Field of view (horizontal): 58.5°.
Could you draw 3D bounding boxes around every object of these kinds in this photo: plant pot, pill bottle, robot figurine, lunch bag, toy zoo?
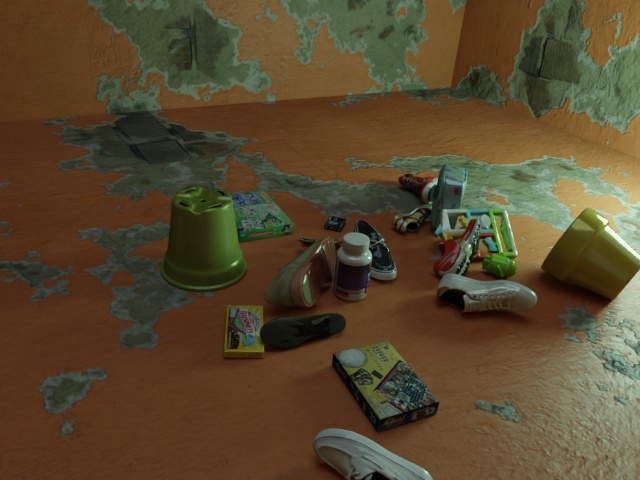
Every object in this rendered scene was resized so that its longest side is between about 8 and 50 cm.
[{"bbox_3d":[0.898,0.061,1.866,0.239,0.254,0.254,40,41,22],"label":"plant pot"},{"bbox_3d":[0.100,0.078,1.737,0.108,0.193,0.108,4,29,-2],"label":"pill bottle"},{"bbox_3d":[0.607,0.086,1.929,0.115,0.067,0.101,16,33,19],"label":"robot figurine"},{"bbox_3d":[0.492,-0.163,2.215,0.108,0.224,0.279,15,24,10],"label":"lunch bag"},{"bbox_3d":[0.545,-0.022,2.048,0.293,0.030,0.192,-2,65,-10],"label":"toy zoo"},{"bbox_3d":[-0.367,-0.021,1.787,0.276,0.254,0.276,3,29,-2],"label":"plant pot"}]

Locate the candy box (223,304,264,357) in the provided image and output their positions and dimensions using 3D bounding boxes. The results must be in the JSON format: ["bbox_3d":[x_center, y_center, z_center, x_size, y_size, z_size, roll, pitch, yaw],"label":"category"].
[{"bbox_3d":[-0.207,0.245,1.562,0.105,0.027,0.206,4,29,-9],"label":"candy box"}]

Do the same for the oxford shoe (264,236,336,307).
[{"bbox_3d":[-0.052,0.086,1.769,0.146,0.140,0.397,-7,14,22],"label":"oxford shoe"}]

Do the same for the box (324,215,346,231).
[{"bbox_3d":[0.056,-0.063,2.169,0.067,0.018,0.083,12,30,13],"label":"box"}]

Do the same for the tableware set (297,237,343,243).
[{"bbox_3d":[0.000,0.000,1.986,0.169,0.020,0.141,2,-2,0],"label":"tableware set"}]

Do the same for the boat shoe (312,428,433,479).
[{"bbox_3d":[0.095,0.461,1.144,0.258,0.095,0.084,15,26,19],"label":"boat shoe"}]

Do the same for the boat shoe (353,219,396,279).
[{"bbox_3d":[0.180,0.024,1.941,0.108,0.102,0.301,-3,29,-13],"label":"boat shoe"}]

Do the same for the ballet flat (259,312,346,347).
[{"bbox_3d":[-0.050,0.239,1.560,0.250,0.084,0.058,-8,3,-24],"label":"ballet flat"}]

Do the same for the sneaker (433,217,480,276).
[{"bbox_3d":[0.465,0.015,1.946,0.118,0.107,0.279,15,49,29],"label":"sneaker"}]

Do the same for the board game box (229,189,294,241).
[{"bbox_3d":[-0.260,-0.100,2.162,0.213,0.046,0.317,-9,31,-25],"label":"board game box"}]

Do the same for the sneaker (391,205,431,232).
[{"bbox_3d":[0.365,-0.072,2.193,0.185,0.069,0.084,-20,45,-27],"label":"sneaker"}]

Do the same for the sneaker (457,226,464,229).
[{"bbox_3d":[0.501,0.003,2.093,0.051,0.070,0.134,41,58,-13],"label":"sneaker"}]

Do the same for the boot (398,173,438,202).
[{"bbox_3d":[0.409,-0.229,2.459,0.176,0.088,0.244,13,22,15],"label":"boot"}]

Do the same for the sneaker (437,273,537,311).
[{"bbox_3d":[0.492,0.184,1.716,0.290,0.106,0.123,7,34,23],"label":"sneaker"}]

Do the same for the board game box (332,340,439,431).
[{"bbox_3d":[0.154,0.350,1.409,0.165,0.042,0.243,-9,31,-23],"label":"board game box"}]
